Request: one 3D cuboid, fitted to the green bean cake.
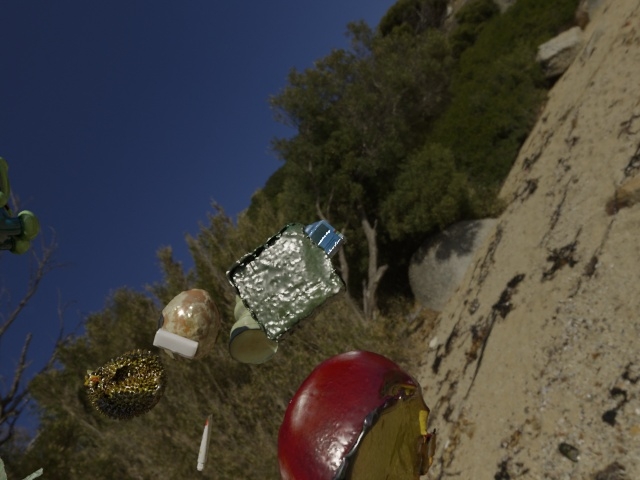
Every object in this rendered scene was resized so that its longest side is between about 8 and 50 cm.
[{"bbox_3d":[-0.085,0.107,1.229,0.255,0.241,0.132,-40,-19,-2],"label":"green bean cake"}]

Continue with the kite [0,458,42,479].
[{"bbox_3d":[-0.898,0.722,1.346,0.250,0.229,0.012,-35,-27,2],"label":"kite"}]

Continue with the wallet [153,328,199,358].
[{"bbox_3d":[-0.418,0.300,1.352,0.025,0.122,0.061,-83,17,-64],"label":"wallet"}]

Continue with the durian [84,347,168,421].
[{"bbox_3d":[-0.729,0.550,1.773,0.293,0.258,0.258,-18,-39,-25],"label":"durian"}]

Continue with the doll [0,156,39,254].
[{"bbox_3d":[-0.845,-0.110,1.143,0.198,0.322,0.186,-43,-10,31],"label":"doll"}]

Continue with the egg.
[{"bbox_3d":[-0.407,0.265,1.467,0.195,0.195,0.233,44,-116,-74],"label":"egg"}]

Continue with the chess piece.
[{"bbox_3d":[-0.260,0.287,1.778,0.330,0.182,0.182,-106,27,-55],"label":"chess piece"}]

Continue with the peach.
[{"bbox_3d":[0.084,0.466,1.062,0.416,0.353,0.339,-85,-29,-67],"label":"peach"}]

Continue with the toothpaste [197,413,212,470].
[{"bbox_3d":[-0.406,0.711,1.652,0.048,0.031,0.190,39,-120,-80],"label":"toothpaste"}]

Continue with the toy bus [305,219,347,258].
[{"bbox_3d":[0.000,0.000,1.689,0.116,0.133,0.234,-52,7,-6],"label":"toy bus"}]
